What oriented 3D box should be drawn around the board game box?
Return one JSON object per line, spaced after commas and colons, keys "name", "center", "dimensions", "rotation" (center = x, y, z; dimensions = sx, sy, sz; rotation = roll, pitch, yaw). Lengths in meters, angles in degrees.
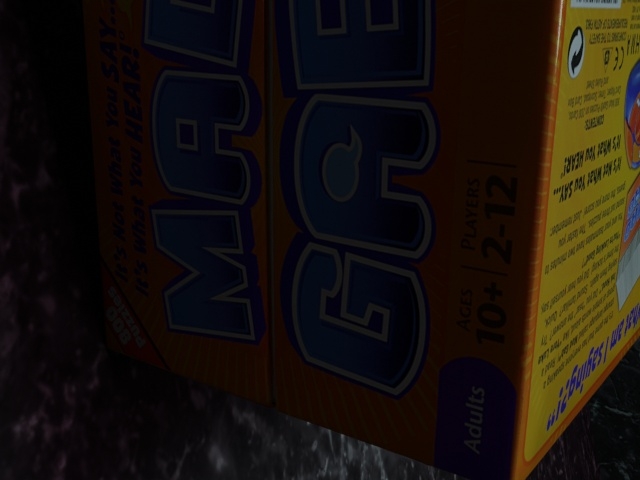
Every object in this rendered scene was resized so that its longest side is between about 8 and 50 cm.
{"name": "board game box", "center": [0.070, -0.089, 0.646], "dimensions": [0.356, 0.356, 0.356], "rotation": [-21, 117, -52]}
